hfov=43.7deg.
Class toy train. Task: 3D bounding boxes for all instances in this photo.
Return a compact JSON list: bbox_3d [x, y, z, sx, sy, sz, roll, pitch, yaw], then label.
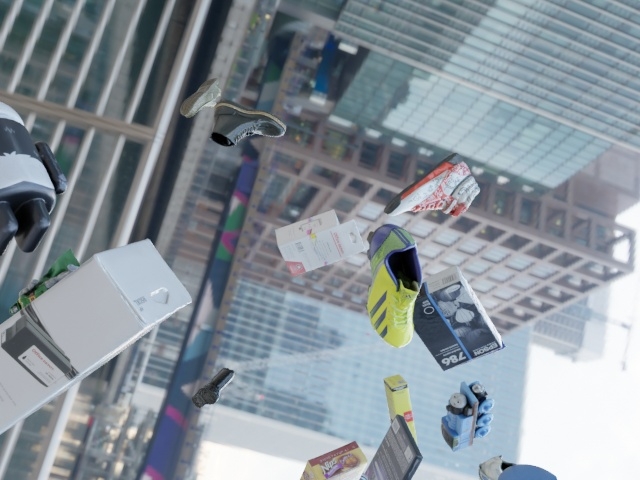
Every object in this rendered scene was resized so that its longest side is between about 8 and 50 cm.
[{"bbox_3d":[0.329,0.395,1.803,0.080,0.105,0.184,-123,-159,-43],"label":"toy train"}]

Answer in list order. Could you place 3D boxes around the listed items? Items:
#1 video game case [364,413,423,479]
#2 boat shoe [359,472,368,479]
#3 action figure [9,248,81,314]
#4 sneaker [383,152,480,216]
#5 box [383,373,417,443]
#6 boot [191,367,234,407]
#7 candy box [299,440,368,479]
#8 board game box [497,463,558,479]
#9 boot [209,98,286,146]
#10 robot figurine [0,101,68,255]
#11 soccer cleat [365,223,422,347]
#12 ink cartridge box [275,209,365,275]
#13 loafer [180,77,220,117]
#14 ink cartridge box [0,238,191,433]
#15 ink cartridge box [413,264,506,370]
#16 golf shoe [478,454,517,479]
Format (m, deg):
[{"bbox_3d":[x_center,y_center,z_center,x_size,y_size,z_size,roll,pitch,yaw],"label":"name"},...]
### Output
[{"bbox_3d":[0.156,0.588,1.953,0.274,0.026,0.196,-65,-165,12],"label":"video game case"},{"bbox_3d":[-0.007,0.622,1.801,0.102,0.301,0.108,25,-49,59],"label":"boat shoe"},{"bbox_3d":[-0.660,0.129,1.914,0.232,0.137,0.063,-27,170,24],"label":"action figure"},{"bbox_3d":[0.309,-0.108,2.154,0.270,0.145,0.090,-37,-175,-17],"label":"sneaker"},{"bbox_3d":[0.247,0.537,2.456,0.087,0.058,0.232,-144,-137,-72],"label":"box"},{"bbox_3d":[-0.228,0.320,1.767,0.099,0.045,0.121,-40,-179,-36],"label":"boot"},{"bbox_3d":[0.012,0.464,1.518,0.053,0.109,0.187,55,-35,33],"label":"candy box"},{"bbox_3d":[0.451,0.535,1.671,0.133,0.169,0.033,-13,-170,37],"label":"board game box"},{"bbox_3d":[-0.195,-0.283,2.110,0.077,0.197,0.137,113,-12,-48],"label":"boot"},{"bbox_3d":[-0.560,-0.109,1.363,0.278,0.173,0.209,60,3,18],"label":"robot figurine"},{"bbox_3d":[0.151,0.106,1.566,0.121,0.093,0.289,38,-37,51],"label":"soccer cleat"},{"bbox_3d":[0.000,0.000,1.992,0.067,0.198,0.115,-103,173,-48],"label":"ink cartridge box"},{"bbox_3d":[-0.279,-0.334,1.909,0.056,0.050,0.148,-5,-143,40],"label":"loafer"},{"bbox_3d":[-0.479,0.180,1.536,0.395,0.166,0.285,-35,-179,9],"label":"ink cartridge box"},{"bbox_3d":[0.328,0.213,1.944,0.165,0.333,0.065,-26,-143,16],"label":"ink cartridge box"},{"bbox_3d":[0.471,0.589,1.946,0.086,0.176,0.069,-48,-165,26],"label":"golf shoe"}]
